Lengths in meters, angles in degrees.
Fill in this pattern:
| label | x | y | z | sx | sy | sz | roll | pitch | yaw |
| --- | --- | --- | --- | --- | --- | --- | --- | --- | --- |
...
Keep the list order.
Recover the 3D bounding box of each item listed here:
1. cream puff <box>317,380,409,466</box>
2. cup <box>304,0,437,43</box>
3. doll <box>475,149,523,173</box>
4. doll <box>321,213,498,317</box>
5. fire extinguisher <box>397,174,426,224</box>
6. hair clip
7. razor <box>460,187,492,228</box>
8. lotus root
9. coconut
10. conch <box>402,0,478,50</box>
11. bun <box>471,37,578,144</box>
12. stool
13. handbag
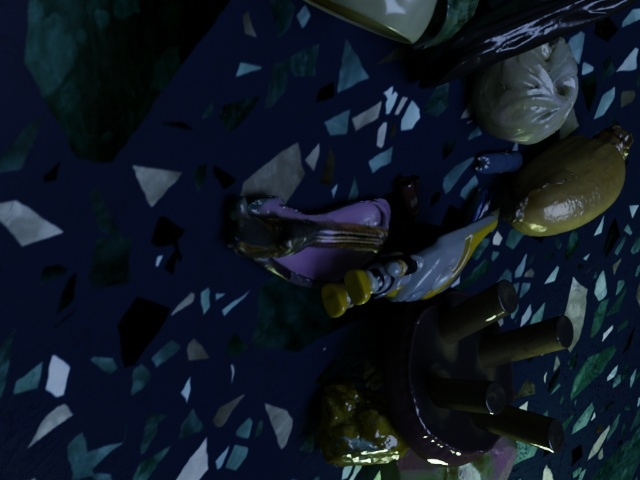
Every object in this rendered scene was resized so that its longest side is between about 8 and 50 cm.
| label | x | y | z | sx | sy | sz | roll | pitch | yaw |
| --- | --- | --- | --- | --- | --- | --- | --- | --- | --- |
| cream puff | 0.058 | 0.269 | 1.710 | 0.146 | 0.146 | 0.116 | 27 | 48 | -56 |
| cup | 0.034 | -0.358 | 1.280 | 0.173 | 0.255 | 0.202 | -123 | -125 | -80 |
| doll | 0.282 | -0.124 | 1.836 | 0.125 | 0.027 | 0.037 | -6 | 115 | -48 |
| doll | 0.128 | 0.033 | 1.615 | 0.316 | 0.103 | 0.145 | -18 | 146 | -48 |
| fire extinguisher | 0.132 | -0.061 | 1.681 | 0.100 | 0.032 | 0.046 | 72 | 15 | -49 |
| hair clip | -0.001 | 0.002 | 1.515 | 0.358 | 0.095 | 0.110 | 4 | 73 | -62 |
| razor | 0.206 | 0.070 | 1.837 | 0.056 | 0.093 | 0.324 | 12 | 99 | -19 |
| lotus root | 0.408 | -0.089 | 1.917 | 0.303 | 0.146 | 0.131 | -32 | 129 | -33 |
| coconut | 0.206 | 0.342 | 1.875 | 0.204 | 0.236 | 0.236 | -74 | 171 | -64 |
| conch | 0.157 | -0.341 | 1.427 | 0.188 | 0.122 | 0.176 | 115 | -21 | -49 |
| bun | 0.315 | -0.238 | 1.718 | 0.178 | 0.128 | 0.193 | -14 | 120 | -47 |
| stool | 0.236 | 0.189 | 1.685 | 0.272 | 0.178 | 0.272 | 14 | 70 | -44 |
| handbag | 0.288 | -0.291 | 1.542 | 0.332 | 0.191 | 0.075 | -26 | 91 | -13 |
